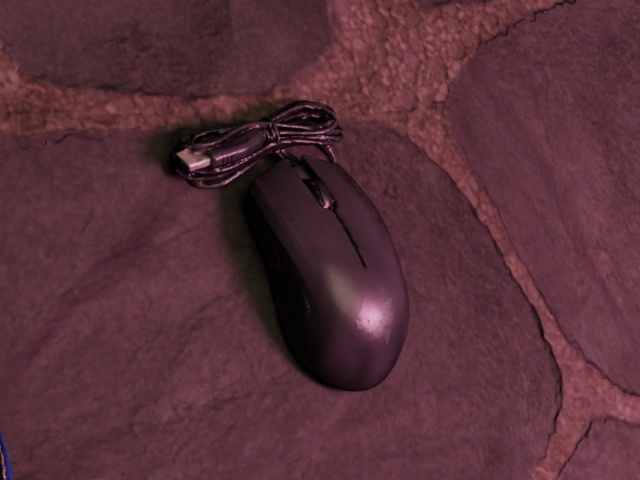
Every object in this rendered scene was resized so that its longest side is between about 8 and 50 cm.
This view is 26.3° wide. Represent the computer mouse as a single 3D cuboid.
[{"bbox_3d":[0.000,0.000,1.206,0.188,0.072,0.272,-19,81,-37],"label":"computer mouse"}]

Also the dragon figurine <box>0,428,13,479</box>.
[{"bbox_3d":[-0.213,0.238,0.892,0.085,0.289,0.144,0,32,-34],"label":"dragon figurine"}]
